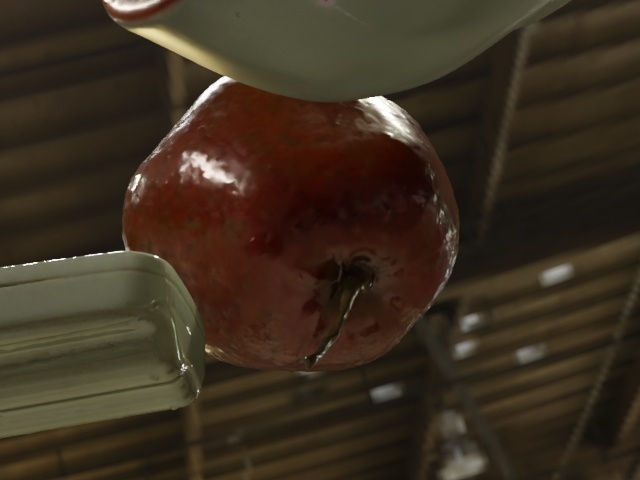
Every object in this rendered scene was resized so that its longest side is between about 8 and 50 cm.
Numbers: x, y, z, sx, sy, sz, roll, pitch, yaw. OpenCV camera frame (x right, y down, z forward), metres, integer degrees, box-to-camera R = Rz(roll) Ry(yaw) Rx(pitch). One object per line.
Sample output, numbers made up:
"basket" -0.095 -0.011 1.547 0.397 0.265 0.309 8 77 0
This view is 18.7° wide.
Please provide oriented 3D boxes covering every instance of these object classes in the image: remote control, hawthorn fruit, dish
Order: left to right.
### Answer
"remote control" -0.161 0.056 0.757 0.230 0.049 0.090 -10 -30 8
"hawthorn fruit" 0.000 0.000 0.934 0.162 0.203 0.163 -10 -68 -26
"dish" 0.042 -0.150 0.620 0.117 0.256 0.256 31 -47 -24
